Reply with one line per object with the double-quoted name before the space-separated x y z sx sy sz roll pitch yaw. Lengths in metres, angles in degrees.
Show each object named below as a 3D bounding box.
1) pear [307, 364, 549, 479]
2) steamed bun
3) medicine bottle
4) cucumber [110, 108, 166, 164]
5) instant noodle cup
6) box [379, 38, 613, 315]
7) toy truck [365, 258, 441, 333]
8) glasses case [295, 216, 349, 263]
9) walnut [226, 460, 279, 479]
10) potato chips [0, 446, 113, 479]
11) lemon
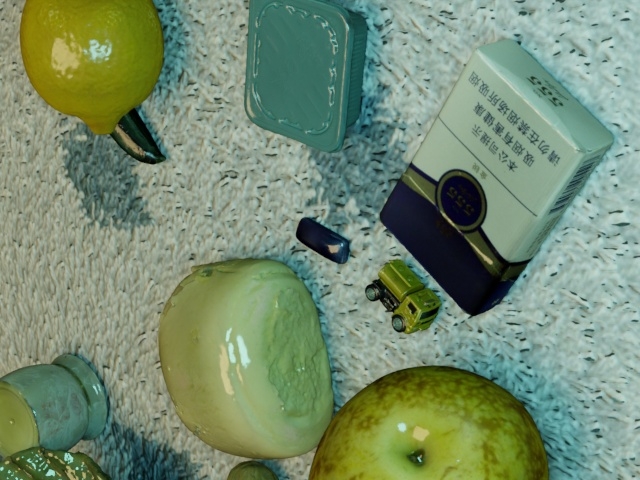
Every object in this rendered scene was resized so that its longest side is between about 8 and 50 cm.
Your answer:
"pear" 0.119 0.277 1.591 0.280 0.280 0.281 18 117 40
"steamed bun" -0.111 0.164 1.852 0.232 0.166 0.273 -2 103 44
"medicine bottle" -0.419 0.258 2.217 0.147 0.143 0.147 14 113 37
"cucumber" -0.304 -0.209 1.994 0.284 0.056 0.056 53 135 17
"instant noodle cup" -0.011 -0.204 1.684 0.157 0.070 0.179 25 121 36
"box" 0.179 -0.063 1.541 0.168 0.071 0.259 48 132 22
"toy truck" 0.100 0.067 1.687 0.083 0.049 0.054 49 132 23
"glasses case" 0.000 0.000 1.782 0.083 0.023 0.034 30 126 35
"walnut" -0.092 0.343 1.965 0.092 0.092 0.092 18 117 40
"potato chips" -0.341 0.492 2.162 0.389 0.097 0.373 30 136 21
"lemon" -0.294 -0.258 1.871 0.187 0.187 0.244 -3 101 46
